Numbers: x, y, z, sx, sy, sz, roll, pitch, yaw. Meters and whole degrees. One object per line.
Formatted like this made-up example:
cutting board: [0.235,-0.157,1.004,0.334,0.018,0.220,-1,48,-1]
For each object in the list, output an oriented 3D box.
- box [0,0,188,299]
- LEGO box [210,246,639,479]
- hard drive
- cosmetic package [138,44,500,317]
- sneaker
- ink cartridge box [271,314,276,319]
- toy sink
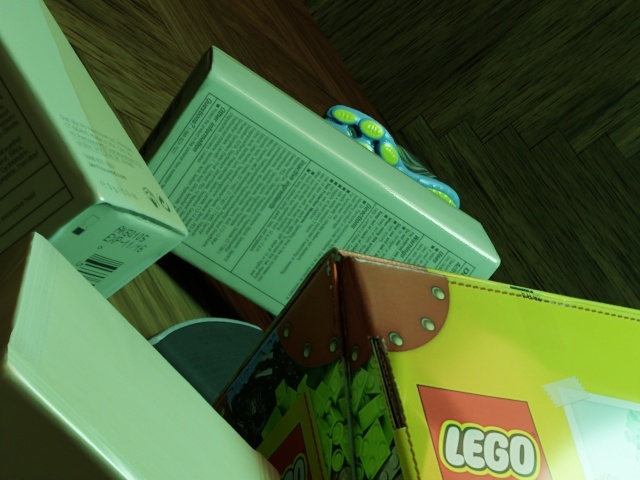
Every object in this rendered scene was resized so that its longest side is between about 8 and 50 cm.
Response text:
box: [-0.229,-0.094,0.815,0.311,0.148,0.121,58,11,17]
LEGO box: [0.210,0.240,0.741,0.500,0.193,0.372,12,45,-27]
hard drive: [-0.052,0.127,1.035,0.172,0.054,0.254,43,9,13]
cosmetic package: [-0.013,-0.019,1.233,0.309,0.160,0.113,33,15,-15]
sneaker: [0.062,-0.072,1.397,0.188,0.067,0.078,35,1,-34]
ink cartridge box: [0.000,0.000,1.442,0.212,0.154,0.093,59,15,25]
toy sink: [-0.103,0.141,0.586,0.234,0.153,0.131,48,12,-22]
